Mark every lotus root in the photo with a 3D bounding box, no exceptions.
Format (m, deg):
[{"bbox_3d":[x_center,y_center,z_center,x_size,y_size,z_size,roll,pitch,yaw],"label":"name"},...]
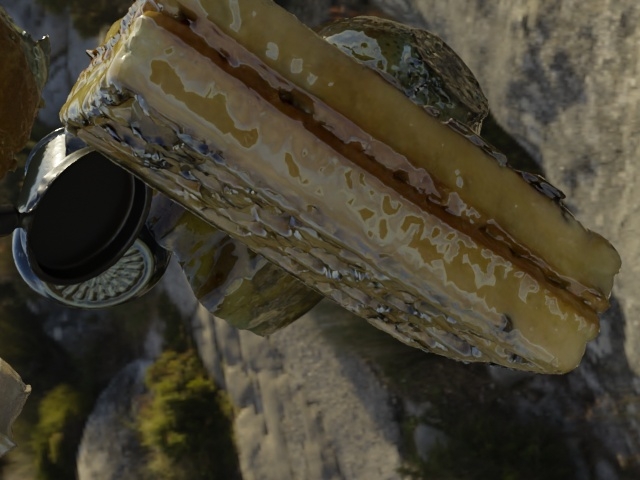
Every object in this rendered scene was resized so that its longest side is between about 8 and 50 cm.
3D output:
[{"bbox_3d":[0.000,-0.076,1.072,0.346,0.250,0.250,-36,63,21],"label":"lotus root"}]

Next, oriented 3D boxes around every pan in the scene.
[{"bbox_3d":[-0.226,-0.021,0.864,0.028,0.235,0.136,32,107,25],"label":"pan"}]

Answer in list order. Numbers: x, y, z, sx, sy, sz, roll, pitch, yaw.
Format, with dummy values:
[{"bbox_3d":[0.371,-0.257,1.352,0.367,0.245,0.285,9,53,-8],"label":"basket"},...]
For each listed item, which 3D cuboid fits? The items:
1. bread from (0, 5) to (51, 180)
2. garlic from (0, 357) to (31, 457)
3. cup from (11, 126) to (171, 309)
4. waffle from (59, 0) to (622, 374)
[{"bbox_3d":[-0.512,-0.223,1.494,0.225,0.250,0.279,17,68,52],"label":"bread"},{"bbox_3d":[-0.338,0.176,0.815,0.178,0.143,0.229,-35,24,55],"label":"garlic"},{"bbox_3d":[-0.250,-0.047,1.151,0.176,0.169,0.223,-103,13,-47],"label":"cup"},{"bbox_3d":[0.001,-0.042,0.772,0.114,0.376,0.261,-61,18,-10],"label":"waffle"}]
